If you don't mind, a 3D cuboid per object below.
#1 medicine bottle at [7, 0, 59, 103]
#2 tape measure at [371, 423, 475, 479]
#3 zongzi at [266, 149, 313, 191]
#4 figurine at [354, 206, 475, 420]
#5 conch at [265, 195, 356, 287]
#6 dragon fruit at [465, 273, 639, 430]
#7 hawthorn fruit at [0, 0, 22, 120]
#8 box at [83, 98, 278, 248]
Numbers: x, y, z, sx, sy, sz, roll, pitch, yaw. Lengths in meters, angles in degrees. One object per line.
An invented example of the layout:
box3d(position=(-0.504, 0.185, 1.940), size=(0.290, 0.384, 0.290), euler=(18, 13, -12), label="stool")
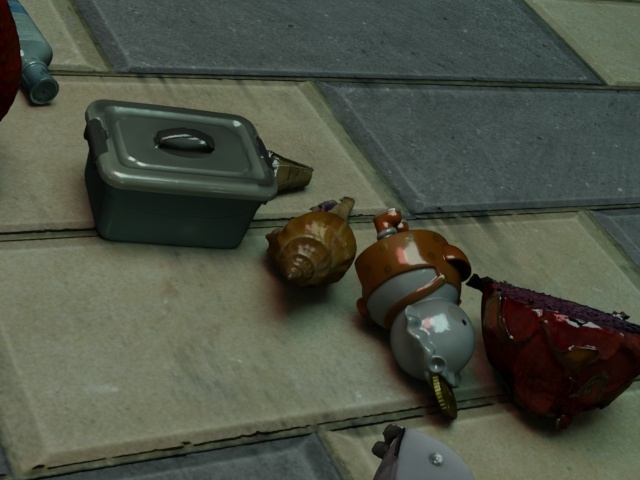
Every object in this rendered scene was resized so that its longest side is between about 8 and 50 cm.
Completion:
box3d(position=(-0.415, -0.264, 1.635), size=(0.090, 0.053, 0.208), euler=(-8, 47, -39), label="medicine bottle")
box3d(position=(0.123, 0.309, 1.147), size=(0.197, 0.120, 0.236), euler=(24, 39, -3), label="tape measure")
box3d(position=(-0.047, -0.075, 1.620), size=(0.076, 0.040, 0.083), euler=(18, 47, -19), label="zongzi")
box3d(position=(0.112, 0.086, 1.436), size=(0.143, 0.143, 0.271), euler=(9, 62, -19), label="figurine")
box3d(position=(0.003, 0.005, 1.502), size=(0.093, 0.109, 0.330), euler=(62, 18, -2), label="conch")
box3d(position=(0.281, 0.145, 1.448), size=(0.224, 0.148, 0.218), euler=(14, 7, -12), label="dragon fruit")
box3d(position=(-0.501, -0.233, 1.362), size=(0.285, 0.284, 0.369), euler=(-2, 29, -31), label="hawthorn fruit")
box3d(position=(-0.178, -0.083, 1.472), size=(0.227, 0.130, 0.162), euler=(3, 41, -25), label="box")
